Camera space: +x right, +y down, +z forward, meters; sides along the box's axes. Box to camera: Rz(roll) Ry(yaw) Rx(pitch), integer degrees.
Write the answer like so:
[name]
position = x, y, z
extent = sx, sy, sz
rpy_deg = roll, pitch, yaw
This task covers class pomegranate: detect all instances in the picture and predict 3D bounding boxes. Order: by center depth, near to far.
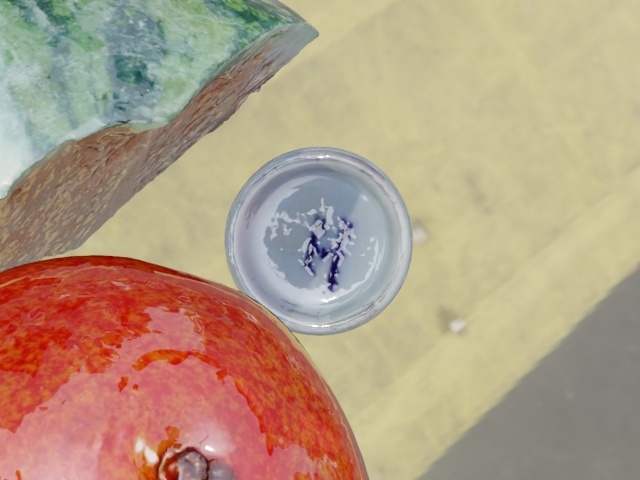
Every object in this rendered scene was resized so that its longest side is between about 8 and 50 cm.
[pomegranate]
position = -0.096, 0.122, 0.784
extent = 0.221, 0.256, 0.221
rpy_deg = 17, 50, -21

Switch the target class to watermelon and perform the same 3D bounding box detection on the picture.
[watermelon]
position = -0.149, -0.070, 1.007
extent = 0.260, 0.256, 0.176
rpy_deg = -31, 118, -75

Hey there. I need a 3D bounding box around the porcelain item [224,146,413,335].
[porcelain item]
position = 0.000, 0.000, 1.528
extent = 0.147, 0.147, 0.114
rpy_deg = 50, 3, 1
